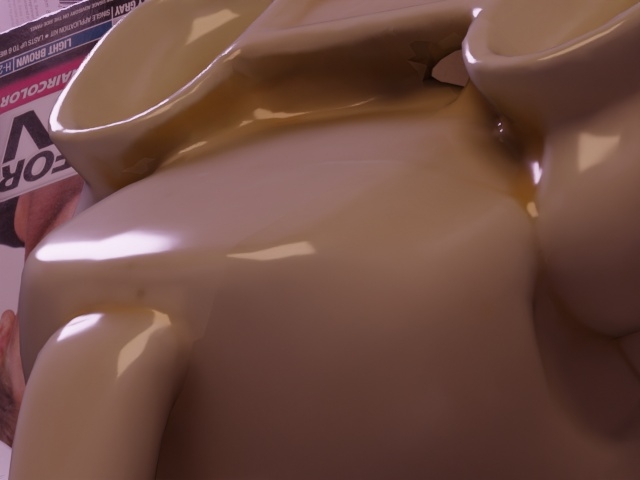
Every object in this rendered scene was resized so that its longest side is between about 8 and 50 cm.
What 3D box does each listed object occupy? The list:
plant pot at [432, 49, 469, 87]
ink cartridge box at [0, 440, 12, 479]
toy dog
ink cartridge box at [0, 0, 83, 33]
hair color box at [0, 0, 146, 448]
[{"bbox_3d":[0.000,0.000,1.352,0.284,0.284,0.191,-4,55,8],"label":"plant pot"},{"bbox_3d":[-0.259,0.246,0.869,0.385,0.160,0.279,-19,24,-29],"label":"ink cartridge box"},{"bbox_3d":[0.077,0.116,0.752,0.285,0.407,0.395,-11,27,25],"label":"toy dog"},{"bbox_3d":[-0.114,-0.164,1.843,0.354,0.207,0.119,3,24,24],"label":"ink cartridge box"},{"bbox_3d":[-0.105,0.019,1.170,0.174,0.105,0.347,-18,58,21],"label":"hair color box"}]
